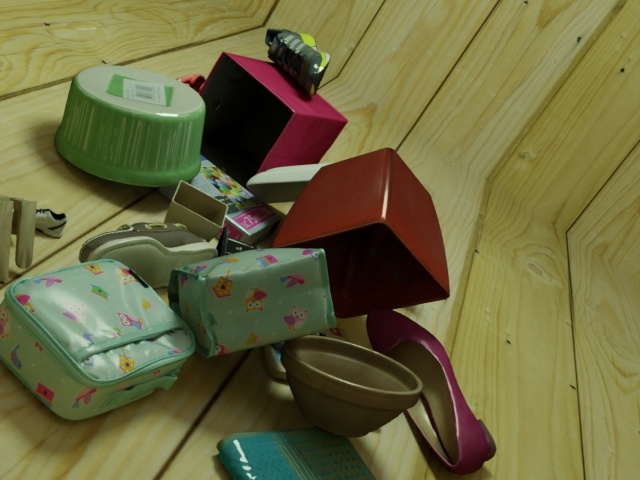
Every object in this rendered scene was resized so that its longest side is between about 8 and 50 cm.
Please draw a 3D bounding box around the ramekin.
[{"bbox_3d":[-0.381,-0.244,1.861,0.303,0.148,0.303,14,26,-7],"label":"ramekin"}]

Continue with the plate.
[{"bbox_3d":[-0.012,-0.131,2.045,0.277,0.045,0.278,-5,-7,5],"label":"plate"}]

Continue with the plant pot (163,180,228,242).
[{"bbox_3d":[-0.256,-0.035,1.776,0.109,0.096,0.109,29,22,-12],"label":"plant pot"}]

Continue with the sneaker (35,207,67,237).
[{"bbox_3d":[-0.484,-0.041,1.545,0.109,0.043,0.040,16,30,-34],"label":"sneaker"}]

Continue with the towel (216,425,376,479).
[{"bbox_3d":[0.030,0.423,1.317,0.271,0.040,0.370,8,35,-48],"label":"towel"}]

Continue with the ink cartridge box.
[{"bbox_3d":[-0.248,-0.104,1.980,0.311,0.065,0.186,36,22,9],"label":"ink cartridge box"}]

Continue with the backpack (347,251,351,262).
[{"bbox_3d":[0.000,0.000,2.008,0.115,0.152,0.182,29,28,-24],"label":"backpack"}]

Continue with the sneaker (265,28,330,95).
[{"bbox_3d":[-0.064,-0.440,2.212,0.121,0.111,0.300,15,21,-23],"label":"sneaker"}]

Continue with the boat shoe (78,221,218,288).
[{"bbox_3d":[-0.308,0.021,1.574,0.097,0.116,0.324,39,18,23],"label":"boat shoe"}]

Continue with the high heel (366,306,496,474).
[{"bbox_3d":[0.188,0.269,1.712,0.377,0.127,0.181,48,15,23],"label":"high heel"}]

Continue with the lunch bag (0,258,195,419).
[{"bbox_3d":[-0.318,0.139,1.318,0.224,0.108,0.279,41,23,16],"label":"lunch bag"}]

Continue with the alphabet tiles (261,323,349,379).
[{"bbox_3d":[0.008,0.231,1.696,0.284,0.021,0.278,20,26,-31],"label":"alphabet tiles"}]

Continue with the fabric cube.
[{"bbox_3d":[-0.143,-0.272,2.207,0.254,0.259,0.258,42,21,21],"label":"fabric cube"}]

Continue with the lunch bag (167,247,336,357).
[{"bbox_3d":[-0.124,0.096,1.505,0.223,0.160,0.262,-11,4,-21],"label":"lunch bag"}]

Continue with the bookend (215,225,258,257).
[{"bbox_3d":[-0.130,0.060,1.756,0.157,0.072,0.156,21,22,-11],"label":"bookend"}]

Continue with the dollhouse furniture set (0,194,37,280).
[{"bbox_3d":[-0.530,-0.008,1.431,0.151,0.123,0.144,7,5,29],"label":"dollhouse furniture set"}]

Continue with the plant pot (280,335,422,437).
[{"bbox_3d":[0.040,0.249,1.491,0.237,0.109,0.237,16,9,-2],"label":"plant pot"}]

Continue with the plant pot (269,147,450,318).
[{"bbox_3d":[0.097,-0.027,1.822,0.267,0.267,0.235,46,43,-38],"label":"plant pot"}]

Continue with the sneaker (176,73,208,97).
[{"bbox_3d":[-0.305,-0.361,2.321,0.116,0.136,0.314,39,22,10],"label":"sneaker"}]

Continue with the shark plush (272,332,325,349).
[{"bbox_3d":[-0.017,0.187,1.631,0.161,0.067,0.073,40,22,13],"label":"shark plush"}]
